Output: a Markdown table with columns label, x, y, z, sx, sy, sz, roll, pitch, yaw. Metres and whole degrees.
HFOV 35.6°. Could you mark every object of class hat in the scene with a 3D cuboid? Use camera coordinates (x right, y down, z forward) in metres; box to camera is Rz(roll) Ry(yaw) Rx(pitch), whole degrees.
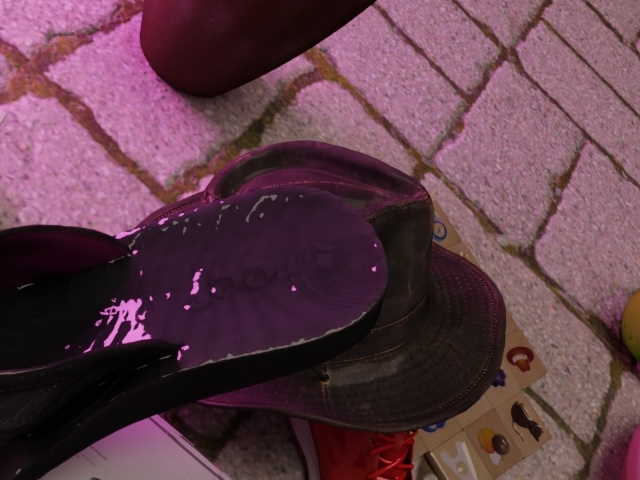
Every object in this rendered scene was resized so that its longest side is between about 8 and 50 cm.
| label | x | y | z | sx | sy | sz | roll | pitch | yaw |
| --- | --- | --- | --- | --- | --- | --- | --- | --- | --- |
| hat | 0.000 | 0.000 | 0.797 | 0.332 | 0.133 | 0.331 | 8 | 35 | -6 |

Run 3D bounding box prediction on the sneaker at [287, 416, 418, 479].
| label | x | y | z | sx | sy | sz | roll | pitch | yaw |
| --- | --- | --- | --- | --- | --- | --- | --- | --- | --- |
| sneaker | 0.050 | 0.178 | 0.807 | 0.087 | 0.128 | 0.221 | -9 | 66 | -44 |

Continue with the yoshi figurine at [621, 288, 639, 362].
| label | x | y | z | sx | sy | sz | roll | pitch | yaw |
| --- | --- | --- | --- | --- | --- | --- | --- | --- | --- |
| yoshi figurine | 0.497 | 0.124 | 1.238 | 0.362 | 0.204 | 0.203 | 34 | 82 | -36 |

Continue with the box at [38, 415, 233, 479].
| label | x | y | z | sx | sy | sz | roll | pitch | yaw |
| --- | --- | --- | --- | --- | --- | --- | --- | --- | --- |
| box | -0.171 | 0.221 | 0.579 | 0.169 | 0.087 | 0.290 | 35 | 38 | 19 |

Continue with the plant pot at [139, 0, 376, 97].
| label | x | y | z | sx | sy | sz | roll | pitch | yaw |
| --- | --- | --- | --- | --- | --- | --- | --- | --- | --- |
| plant pot | -0.072 | -0.246 | 0.944 | 0.215 | 0.230 | 0.215 | 22 | 49 | -27 |

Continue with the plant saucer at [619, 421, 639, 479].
| label | x | y | z | sx | sy | sz | roll | pitch | yaw |
| --- | --- | --- | --- | --- | --- | --- | --- | --- | --- |
| plant saucer | 0.427 | 0.330 | 1.049 | 0.332 | 0.084 | 0.332 | 21 | 49 | -27 |

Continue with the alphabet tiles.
| label | x | y | z | sx | sy | sz | roll | pitch | yaw |
| --- | --- | --- | --- | --- | --- | --- | --- | --- | --- |
| alphabet tiles | 0.095 | 0.083 | 1.007 | 0.285 | 0.011 | 0.342 | -20 | 74 | -47 |

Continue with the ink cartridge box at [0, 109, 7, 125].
| label | x | y | z | sx | sy | sz | roll | pitch | yaw |
| --- | --- | --- | --- | --- | --- | --- | --- | --- | --- |
| ink cartridge box | -0.309 | -0.074 | 0.741 | 0.104 | 0.061 | 0.181 | 33 | 43 | -18 |

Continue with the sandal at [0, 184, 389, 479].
| label | x | y | z | sx | sy | sz | roll | pitch | yaw |
| --- | --- | --- | --- | --- | --- | --- | --- | --- | --- |
| sandal | -0.164 | 0.048 | 0.579 | 0.446 | 0.107 | 0.167 | -22 | 55 | -23 |
